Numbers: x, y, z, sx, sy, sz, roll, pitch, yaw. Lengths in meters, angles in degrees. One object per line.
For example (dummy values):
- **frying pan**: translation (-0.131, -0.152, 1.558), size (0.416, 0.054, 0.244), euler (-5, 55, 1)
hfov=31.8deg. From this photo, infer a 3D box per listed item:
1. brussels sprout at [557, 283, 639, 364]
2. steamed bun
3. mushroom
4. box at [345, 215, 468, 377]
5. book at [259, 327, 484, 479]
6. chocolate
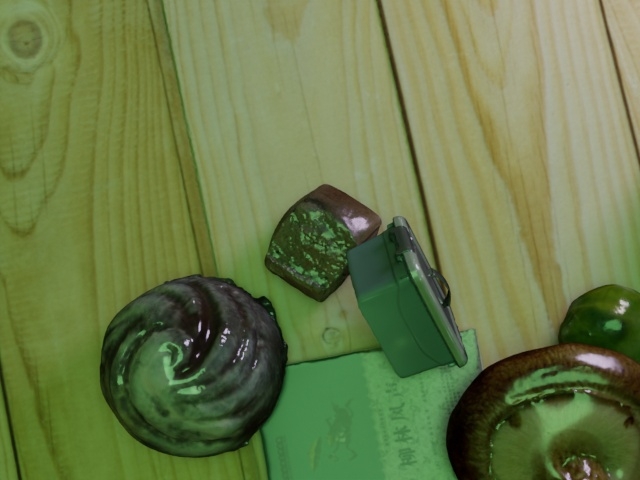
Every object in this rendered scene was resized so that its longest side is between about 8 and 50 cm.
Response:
- **brussels sprout**: translation (0.456, 0.142, 1.759), size (0.149, 0.122, 0.152), euler (22, 85, 6)
- **steamed bun**: translation (0.000, 0.000, 1.791), size (0.144, 0.106, 0.175), euler (35, 89, 4)
- **mushroom**: translation (0.371, 0.316, 1.656), size (0.345, 0.259, 0.346), euler (0, 105, -1)
- **box**: translation (0.135, 0.092, 1.718), size (0.130, 0.162, 0.227), euler (-25, 124, 9)
- **book**: translation (0.090, 0.302, 1.798), size (0.379, 0.031, 0.264), euler (-11, 82, 0)
- **chocolate**: translation (-0.214, 0.185, 1.714), size (0.303, 0.213, 0.303), euler (-1, 82, 8)
